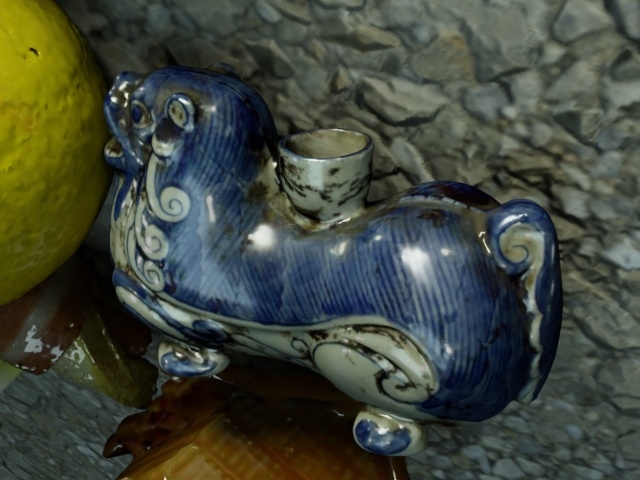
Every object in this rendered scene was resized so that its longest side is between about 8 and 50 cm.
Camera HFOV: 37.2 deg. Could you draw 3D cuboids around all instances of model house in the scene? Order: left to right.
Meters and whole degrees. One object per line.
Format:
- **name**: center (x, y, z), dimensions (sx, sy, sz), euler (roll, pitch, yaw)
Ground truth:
- **model house**: center (-0.055, 0.194, 0.711), dimensions (0.220, 0.229, 0.199), euler (49, 138, 4)

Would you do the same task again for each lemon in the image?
- **lemon**: center (-0.261, -0.052, 0.577), dimensions (0.240, 0.219, 0.240), euler (21, 141, 18)

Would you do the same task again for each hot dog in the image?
- **hot dog**: center (-0.229, 0.037, 0.736), dimensions (0.261, 0.123, 0.093), euler (29, 109, -24)

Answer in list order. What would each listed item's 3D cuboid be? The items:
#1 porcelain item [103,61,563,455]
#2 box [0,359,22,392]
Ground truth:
- **porcelain item**: center (0.000, 0.000, 0.557), dimensions (0.288, 0.138, 0.186), euler (14, 122, 25)
- **box**: center (-0.363, 0.076, 0.905), dimensions (0.175, 0.062, 0.260), euler (39, 141, -12)
